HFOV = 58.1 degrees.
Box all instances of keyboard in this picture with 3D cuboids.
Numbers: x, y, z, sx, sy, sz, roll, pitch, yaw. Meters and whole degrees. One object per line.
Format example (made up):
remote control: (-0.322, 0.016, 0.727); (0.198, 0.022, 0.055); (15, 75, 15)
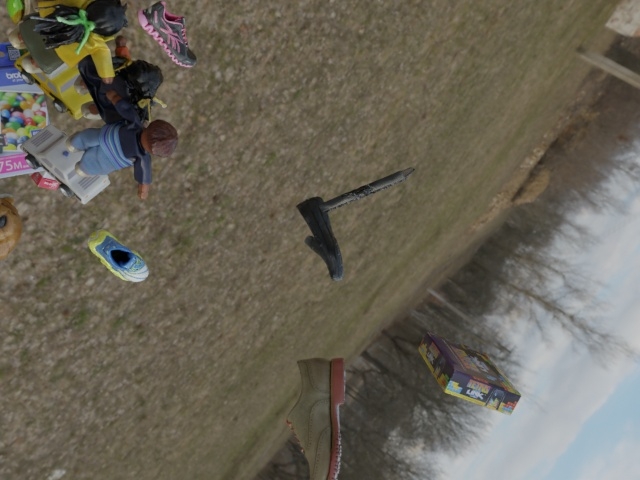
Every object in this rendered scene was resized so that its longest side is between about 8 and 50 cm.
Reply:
keyboard: (0.083, -0.092, 1.077); (0.180, 0.023, 0.108); (-22, -178, 30)

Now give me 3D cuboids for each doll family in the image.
doll family: (-0.162, -0.127, 0.429); (0.076, 0.111, 0.193); (-54, 130, -46)

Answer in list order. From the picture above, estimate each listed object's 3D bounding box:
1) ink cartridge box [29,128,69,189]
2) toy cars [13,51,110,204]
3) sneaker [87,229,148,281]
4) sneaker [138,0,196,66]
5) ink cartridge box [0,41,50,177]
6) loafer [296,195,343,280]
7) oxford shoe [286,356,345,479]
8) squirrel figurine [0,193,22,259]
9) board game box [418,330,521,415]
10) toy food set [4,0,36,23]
ink cartridge box: (-0.783, -0.241, 1.675); (0.150, 0.109, 0.063); (-55, 148, 13)
toy cars: (-0.570, -0.274, 1.269); (0.176, 0.394, 0.087); (-5, 164, -25)
sneaker: (-0.558, 0.068, 1.643); (0.091, 0.126, 0.240); (-52, 142, -10)
sneaker: (-0.231, -0.328, 0.914); (0.057, 0.047, 0.119); (-30, 138, 15)
ink cartridge box: (-0.762, -0.310, 1.389); (0.185, 0.065, 0.311); (-17, 119, -31)
loafer: (0.000, 0.000, 1.425); (0.078, 0.223, 0.076); (-19, 165, 3)
oxford shoe: (-0.015, 0.438, 1.304); (0.123, 0.130, 0.348); (88, 7, -63)
squirrel figurine: (-0.781, -0.046, 1.077); (0.397, 0.281, 0.370); (-18, 158, 40)
board game box: (0.277, 0.246, 1.091); (0.170, 0.141, 0.048); (-114, -132, -73)
toy food set: (-0.547, -0.452, 1.010); (0.038, 0.192, 0.132); (-20, 180, -35)
